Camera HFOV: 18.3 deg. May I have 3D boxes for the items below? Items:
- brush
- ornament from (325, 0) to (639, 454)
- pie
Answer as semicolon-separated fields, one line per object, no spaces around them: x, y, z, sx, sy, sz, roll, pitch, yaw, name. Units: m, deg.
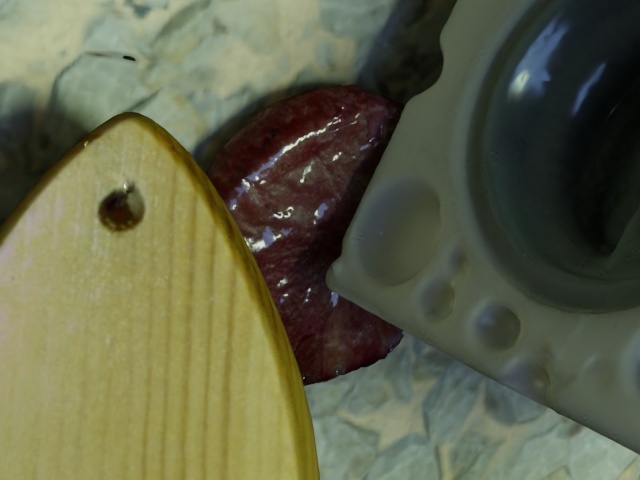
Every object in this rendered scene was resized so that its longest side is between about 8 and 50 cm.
-0.084;0.088;0.837;0.174;0.166;0.267;6;77;-1;brush
0.197;-0.015;0.881;0.240;0.239;0.240;25;91;-45;ornament
0.000;0.000;0.919;0.154;0.036;0.154;-15;121;-26;pie
